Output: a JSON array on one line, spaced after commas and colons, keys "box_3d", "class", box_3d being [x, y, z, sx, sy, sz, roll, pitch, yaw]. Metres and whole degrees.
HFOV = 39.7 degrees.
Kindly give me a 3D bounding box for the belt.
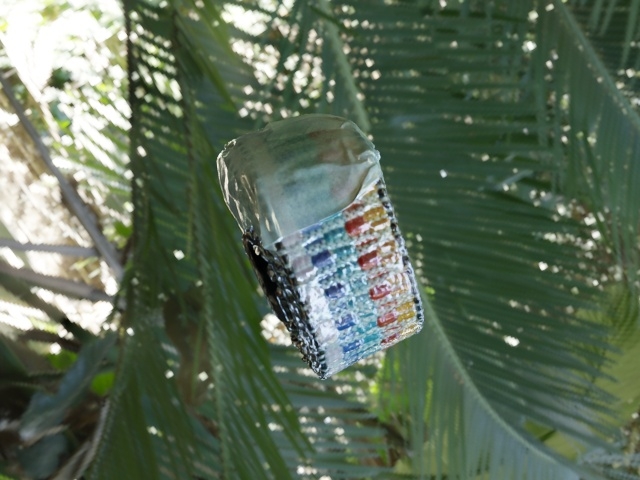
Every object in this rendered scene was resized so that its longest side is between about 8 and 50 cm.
[{"box_3d": [0.000, 0.000, 0.891, 0.150, 0.258, 0.207, -25, -164, -11], "class": "belt"}]
